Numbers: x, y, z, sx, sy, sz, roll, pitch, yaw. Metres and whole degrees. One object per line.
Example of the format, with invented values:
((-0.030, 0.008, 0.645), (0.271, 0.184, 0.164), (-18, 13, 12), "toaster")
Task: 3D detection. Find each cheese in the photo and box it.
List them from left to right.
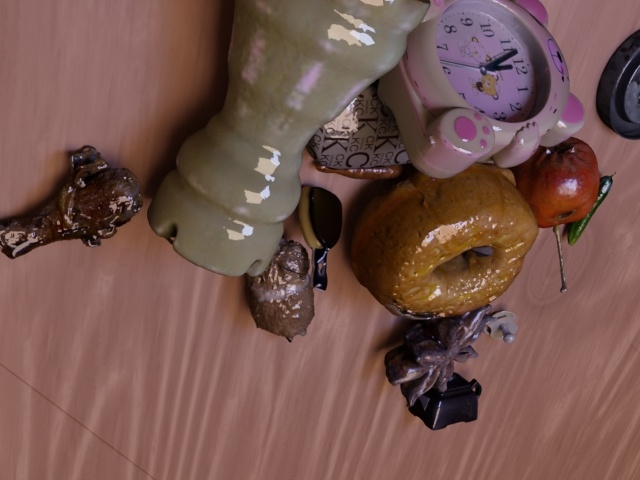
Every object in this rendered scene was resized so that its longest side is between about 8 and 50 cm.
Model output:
((0.001, 0.000, 1.377), (0.036, 0.162, 0.086), (-19, 150, 36), "cheese")

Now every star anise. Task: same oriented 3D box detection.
((0.213, 0.188, 1.671), (0.236, 0.109, 0.223), (-15, 142, -45), "star anise")

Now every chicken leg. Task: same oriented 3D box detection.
((-0.330, -0.035, 1.190), (0.196, 0.080, 0.125), (-37, 124, 5), "chicken leg")

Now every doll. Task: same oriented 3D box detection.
((-0.063, 0.092, 1.428), (0.105, 0.115, 0.221), (-17, 137, -16), "doll")

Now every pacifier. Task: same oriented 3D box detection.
((0.363, 0.180, 1.789), (0.068, 0.064, 0.083), (-19, 131, 1), "pacifier")

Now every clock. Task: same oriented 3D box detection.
((0.230, -0.240, 1.289), (0.309, 0.284, 0.114), (-11, 166, -31), "clock")
((0.594, -0.287, 1.627), (0.215, 0.042, 0.215), (-17, 128, -23), "clock")

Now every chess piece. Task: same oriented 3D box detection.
((-0.059, -0.170, 1.173), (0.234, 0.234, 0.442), (11, 117, -38), "chess piece")

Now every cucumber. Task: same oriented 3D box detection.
((0.517, -0.066, 1.734), (0.039, 0.039, 0.168), (8, 118, -37), "cucumber")

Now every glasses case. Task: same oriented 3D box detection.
((0.137, -0.188, 1.369), (0.355, 0.085, 0.137), (-11, 122, -27), "glasses case")

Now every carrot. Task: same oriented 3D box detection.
((0.061, -0.112, 1.411), (0.165, 0.035, 0.035), (-1, 121, -30), "carrot")

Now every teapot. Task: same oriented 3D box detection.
((0.253, 0.308, 1.796), (0.177, 0.087, 0.096), (-5, 113, -31), "teapot")

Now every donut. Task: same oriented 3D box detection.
((0.208, 0.003, 1.494), (0.317, 0.150, 0.299), (-29, 143, -6), "donut")

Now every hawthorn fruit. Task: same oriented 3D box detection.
((0.424, -0.049, 1.591), (0.165, 0.165, 0.285), (-26, 121, -15), "hawthorn fruit")
